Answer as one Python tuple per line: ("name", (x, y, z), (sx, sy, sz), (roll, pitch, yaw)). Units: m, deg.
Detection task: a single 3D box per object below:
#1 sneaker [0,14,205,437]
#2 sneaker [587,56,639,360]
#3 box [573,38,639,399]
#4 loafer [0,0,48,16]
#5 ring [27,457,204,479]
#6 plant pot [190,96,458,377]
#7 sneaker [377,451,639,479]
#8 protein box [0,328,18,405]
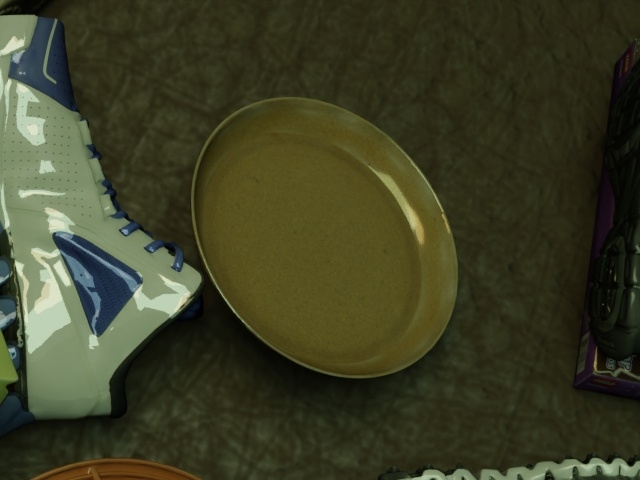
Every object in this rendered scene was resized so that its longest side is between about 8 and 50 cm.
("sneaker", (-0.177, -0.001, 1.275), (0.182, 0.127, 0.315), (2, 80, -12))
("sneaker", (0.289, -0.039, 1.313), (0.130, 0.109, 0.286), (12, 81, -11))
("box", (0.327, -0.005, 1.382), (0.201, 0.057, 0.293), (12, 72, -6))
("loafer", (-0.271, -0.201, 1.326), (0.092, 0.102, 0.268), (40, 62, 5))
("ring", (-0.126, 0.312, 1.134), (0.337, 0.032, 0.336), (10, 73, -36))
("plant pot", (0.000, 0.000, 1.303), (0.236, 0.032, 0.236), (15, 59, -27))
("sneaker", (0.163, 0.219, 1.282), (0.234, 0.078, 0.106), (-3, 77, -6))
("protein box", (-0.343, 0.054, 1.137), (0.200, 0.136, 0.201), (9, 40, -40))
